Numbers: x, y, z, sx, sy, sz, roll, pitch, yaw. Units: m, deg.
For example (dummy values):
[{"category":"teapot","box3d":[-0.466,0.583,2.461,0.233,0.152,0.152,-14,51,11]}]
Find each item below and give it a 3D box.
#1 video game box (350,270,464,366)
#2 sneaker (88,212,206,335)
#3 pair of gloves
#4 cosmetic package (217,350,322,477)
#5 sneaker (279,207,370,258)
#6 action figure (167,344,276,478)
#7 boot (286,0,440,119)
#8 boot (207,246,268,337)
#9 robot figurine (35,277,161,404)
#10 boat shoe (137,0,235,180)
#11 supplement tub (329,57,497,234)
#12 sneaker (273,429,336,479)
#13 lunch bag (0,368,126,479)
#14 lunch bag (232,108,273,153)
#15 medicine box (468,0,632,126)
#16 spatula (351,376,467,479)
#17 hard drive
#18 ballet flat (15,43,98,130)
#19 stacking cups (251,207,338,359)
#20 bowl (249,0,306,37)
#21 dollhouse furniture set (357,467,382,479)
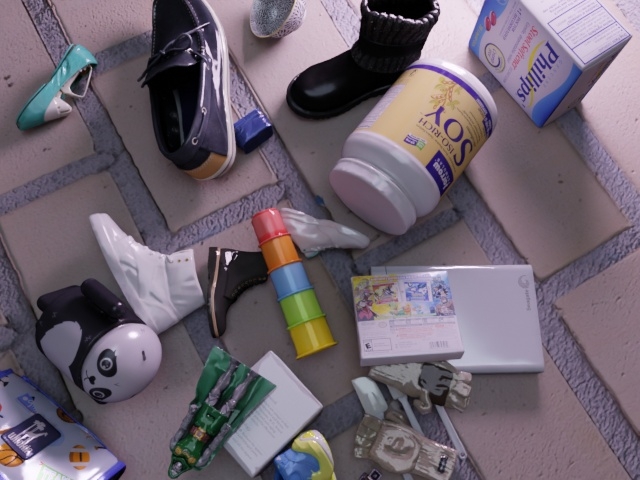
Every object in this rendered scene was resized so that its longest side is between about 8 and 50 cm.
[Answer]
[{"category":"video game box","box3d":[0.171,0.156,1.327,0.205,0.048,0.187,-3,59,-3]},{"category":"sneaker","box3d":[-0.358,0.042,1.393,0.169,0.108,0.292,-30,86,-12]},{"category":"pair of gloves","box3d":[0.183,0.339,1.292,0.204,0.042,0.240,13,76,10]},{"category":"cosmetic package","box3d":[-0.110,0.340,1.276,0.184,0.151,0.151,-42,77,-14]},{"category":"sneaker","box3d":[0.000,0.000,1.437,0.212,0.080,0.094,16,84,11]},{"category":"action figure","box3d":[-0.199,0.322,1.172,0.137,0.063,0.232,31,77,7]},{"category":"boot","box3d":[0.085,-0.419,1.466,0.348,0.260,0.131,-23,75,-9]},{"category":"boot","box3d":[-0.171,0.106,1.392,0.137,0.077,0.197,0,73,-7]},{"category":"robot figurine","box3d":[-0.440,0.196,1.279,0.278,0.209,0.173,31,69,27]},{"category":"boat shoe","box3d":[-0.312,-0.378,1.472,0.187,0.156,0.499,-20,72,29]},{"category":"supplement tub","box3d":[0.197,-0.201,1.412,0.241,0.241,0.331,36,75,9]},{"category":"sneaker","box3d":[-0.022,0.475,1.229,0.126,0.091,0.240,-23,105,-16]},{"category":"lunch bag","box3d":[-0.601,0.463,1.185,0.328,0.239,0.385,36,59,10]},{"category":"lunch bag","box3d":[-0.159,-0.257,1.508,0.098,0.067,0.065,-38,77,-12]},{"category":"medicine box","box3d":[0.506,-0.454,1.491,0.149,0.263,0.289,-32,76,-11]},{"category":"spatula","box3d":[0.189,0.358,1.324,0.168,0.019,0.242,-25,83,-4]},{"category":"hard drive","box3d":[0.286,0.169,1.399,0.353,0.047,0.232,0,73,-3]},{"category":"ballet flat","box3d":[-0.600,-0.342,1.517,0.087,0.083,0.247,31,75,-7]},{"category":"stacking cups","box3d":[-0.063,0.087,1.380,0.096,0.096,0.316,-20,77,-8]},{"category":"bowl","box3d":[-0.087,-0.556,1.585,0.080,0.170,0.170,17,66,-43]},{"category":"dollhouse furniture set","box3d":[0.136,0.486,1.273,0.114,0.081,0.091,40,75,10]}]
